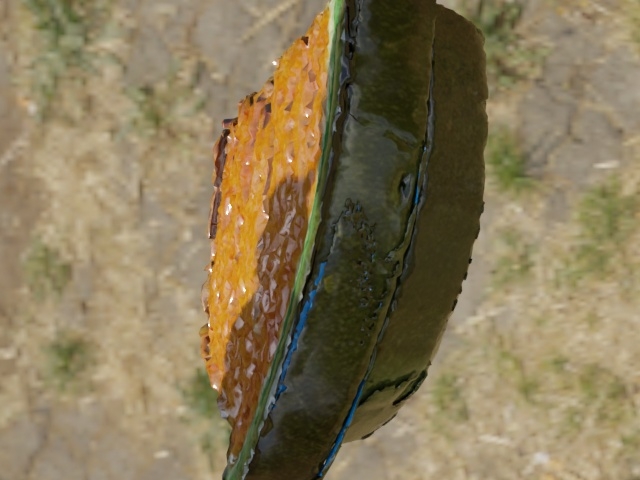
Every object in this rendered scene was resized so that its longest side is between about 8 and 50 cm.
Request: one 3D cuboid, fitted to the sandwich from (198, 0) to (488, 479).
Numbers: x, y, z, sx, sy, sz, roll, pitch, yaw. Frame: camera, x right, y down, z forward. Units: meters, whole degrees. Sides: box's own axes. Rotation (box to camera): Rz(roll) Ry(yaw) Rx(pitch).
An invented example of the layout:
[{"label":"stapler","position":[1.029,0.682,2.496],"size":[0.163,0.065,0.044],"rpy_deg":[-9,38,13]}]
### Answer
[{"label":"sandwich","position":[0.007,0.008,0.808],"size":[0.159,0.079,0.235],"rpy_deg":[-178,95,-68]}]
